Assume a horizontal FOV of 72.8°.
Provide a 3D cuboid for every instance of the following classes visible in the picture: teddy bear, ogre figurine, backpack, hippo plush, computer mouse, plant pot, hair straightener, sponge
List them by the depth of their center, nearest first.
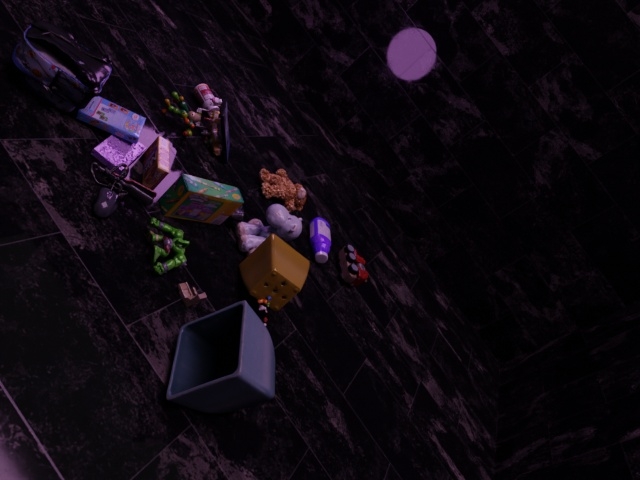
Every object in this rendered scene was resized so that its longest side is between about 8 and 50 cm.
[{"bbox_3d":[-0.260,0.379,1.299,0.252,0.248,0.247,53,21,-38],"label":"plant pot"},{"bbox_3d":[-0.686,-0.173,1.436,0.071,0.041,0.242,27,47,-29],"label":"computer mouse"},{"bbox_3d":[-0.515,0.022,1.469,0.118,0.097,0.197,8,39,-40],"label":"ogre figurine"},{"bbox_3d":[-0.891,-0.599,1.490,0.263,0.213,0.276,42,21,-37],"label":"backpack"},{"bbox_3d":[-0.685,-0.191,1.503,0.230,0.047,0.089,36,31,-29],"label":"hair straightener"},{"bbox_3d":[-0.740,-0.332,1.603,0.117,0.031,0.210,42,28,-21],"label":"sponge"},{"bbox_3d":[-0.177,0.143,1.691,0.212,0.212,0.187,39,18,-25],"label":"plant pot"},{"bbox_3d":[-0.197,-0.017,1.861,0.294,0.236,0.234,47,27,-12],"label":"hippo plush"},{"bbox_3d":[-0.191,-0.272,2.320,0.338,0.113,0.245,34,35,-33],"label":"teddy bear"}]

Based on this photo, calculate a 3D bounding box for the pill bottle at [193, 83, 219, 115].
[{"bbox_3d":[-0.591,-0.729,2.258,0.152,0.086,0.086,59,27,10],"label":"pill bottle"}]

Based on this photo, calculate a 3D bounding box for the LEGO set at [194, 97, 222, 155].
[{"bbox_3d":[-0.543,-0.544,2.100,0.107,0.132,0.287,5,80,-33],"label":"LEGO set"}]

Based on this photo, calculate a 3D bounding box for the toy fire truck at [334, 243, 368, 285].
[{"bbox_3d":[0.205,0.171,2.410,0.246,0.158,0.217,23,38,-28],"label":"toy fire truck"}]

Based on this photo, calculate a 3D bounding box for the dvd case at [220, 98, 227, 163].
[{"bbox_3d":[-0.458,-0.523,2.084,0.022,0.253,0.180,0,41,-7],"label":"dvd case"}]

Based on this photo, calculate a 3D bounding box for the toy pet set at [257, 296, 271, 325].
[{"bbox_3d":[-0.223,0.284,1.594,0.114,0.122,0.065,-14,40,-34],"label":"toy pet set"}]

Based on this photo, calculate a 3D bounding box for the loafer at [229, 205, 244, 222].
[{"bbox_3d":[-0.371,-0.127,1.877,0.061,0.062,0.170,17,10,-21],"label":"loafer"}]

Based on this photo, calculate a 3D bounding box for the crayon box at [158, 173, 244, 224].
[{"bbox_3d":[-0.458,-0.153,1.688,0.278,0.165,0.081,10,49,-54],"label":"crayon box"}]

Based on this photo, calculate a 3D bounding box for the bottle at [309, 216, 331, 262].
[{"bbox_3d":[0.000,0.000,2.316,0.118,0.092,0.283,35,32,-30],"label":"bottle"}]

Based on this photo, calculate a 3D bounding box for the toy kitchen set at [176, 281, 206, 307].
[{"bbox_3d":[-0.421,0.169,1.459,0.068,0.075,0.083,-10,70,-62],"label":"toy kitchen set"}]

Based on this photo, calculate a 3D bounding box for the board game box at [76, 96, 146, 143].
[{"bbox_3d":[-0.781,-0.460,1.635,0.211,0.039,0.160,22,35,-26],"label":"board game box"}]

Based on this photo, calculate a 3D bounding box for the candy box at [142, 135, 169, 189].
[{"bbox_3d":[-0.627,-0.299,1.657,0.053,0.109,0.186,26,37,-43],"label":"candy box"}]

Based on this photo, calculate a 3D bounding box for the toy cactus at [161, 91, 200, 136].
[{"bbox_3d":[-0.625,-0.570,2.004,0.219,0.112,0.180,60,20,6],"label":"toy cactus"}]
